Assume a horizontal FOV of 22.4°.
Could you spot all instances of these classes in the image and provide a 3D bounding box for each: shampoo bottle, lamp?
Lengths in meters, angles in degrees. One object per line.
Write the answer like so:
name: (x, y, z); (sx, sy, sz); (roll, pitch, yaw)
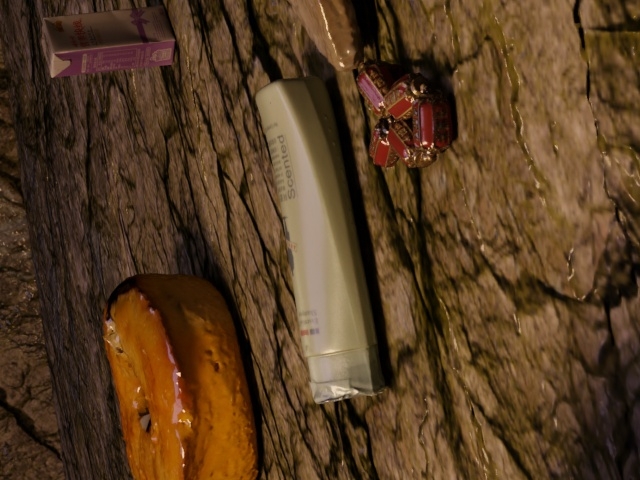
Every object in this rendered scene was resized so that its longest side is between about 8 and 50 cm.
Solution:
shampoo bottle: (0.000, 0.000, 1.054); (0.072, 0.049, 0.212); (157, 103, -69)
lamp: (0.048, -0.070, 0.894); (0.083, 0.031, 0.063); (-163, 63, -68)

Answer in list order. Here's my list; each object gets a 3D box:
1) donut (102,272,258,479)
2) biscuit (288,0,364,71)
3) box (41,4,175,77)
donut: (-0.135, 0.143, 1.471); (0.253, 0.118, 0.253); (171, 90, -76)
biscuit: (-0.032, -0.215, 1.016); (0.250, 0.032, 0.133); (-119, 9, -50)
box: (-0.194, -0.182, 1.479); (0.036, 0.117, 0.050); (105, 148, -50)
